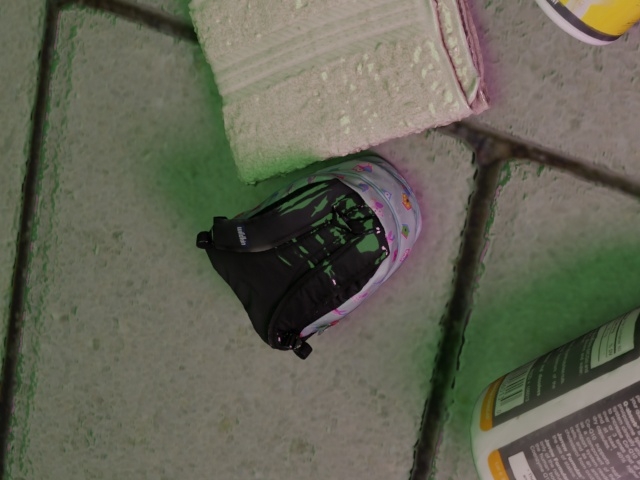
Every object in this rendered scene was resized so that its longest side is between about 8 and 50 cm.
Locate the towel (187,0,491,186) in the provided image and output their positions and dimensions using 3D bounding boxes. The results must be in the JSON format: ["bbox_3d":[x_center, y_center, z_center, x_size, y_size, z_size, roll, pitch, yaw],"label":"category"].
[{"bbox_3d":[0.011,-0.165,1.601,0.282,0.049,0.187,-17,88,36],"label":"towel"}]

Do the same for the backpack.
[{"bbox_3d":[0.000,0.000,1.630,0.182,0.115,0.152,-35,95,35],"label":"backpack"}]

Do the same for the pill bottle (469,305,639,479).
[{"bbox_3d":[0.269,0.136,1.462,0.278,0.162,0.162,-31,86,36],"label":"pill bottle"}]

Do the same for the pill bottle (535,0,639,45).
[{"bbox_3d":[0.248,-0.243,1.395,0.103,0.103,0.184,52,125,9],"label":"pill bottle"}]
